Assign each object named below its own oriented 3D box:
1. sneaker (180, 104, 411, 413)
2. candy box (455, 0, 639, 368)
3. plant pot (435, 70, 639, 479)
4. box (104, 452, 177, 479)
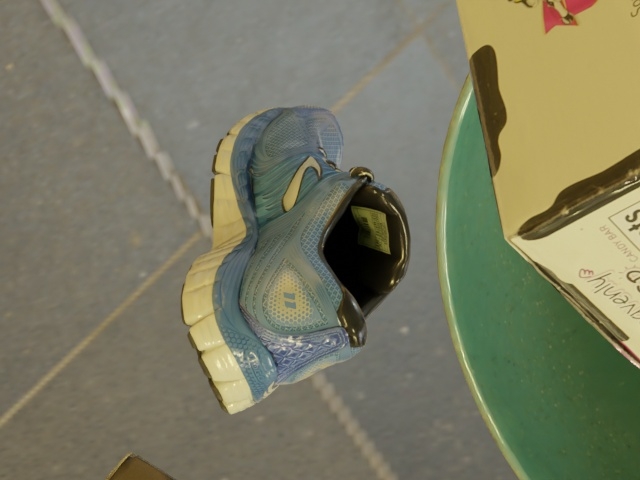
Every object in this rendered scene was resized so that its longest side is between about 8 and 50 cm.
[{"bbox_3d":[0.000,0.000,1.363,0.330,0.147,0.129,-84,156,-56],"label":"sneaker"},{"bbox_3d":[0.145,-0.091,0.448,0.071,0.233,0.159,42,30,-38],"label":"candy box"},{"bbox_3d":[0.218,-0.005,0.701,0.195,0.290,0.290,-28,96,-47],"label":"plant pot"},{"bbox_3d":[-0.018,0.272,1.218,0.060,0.270,0.216,-48,145,-22],"label":"box"}]
